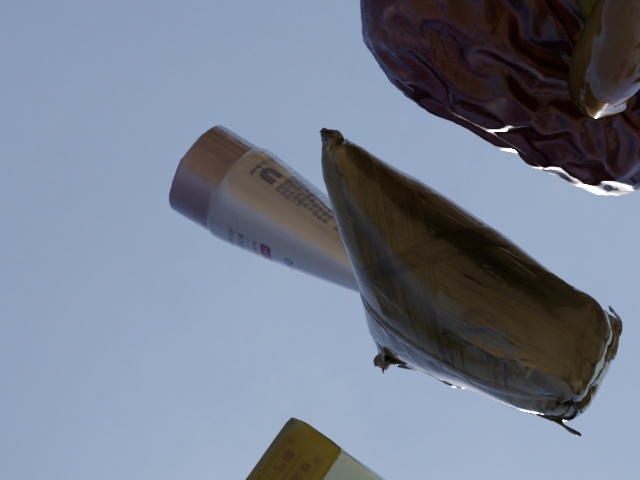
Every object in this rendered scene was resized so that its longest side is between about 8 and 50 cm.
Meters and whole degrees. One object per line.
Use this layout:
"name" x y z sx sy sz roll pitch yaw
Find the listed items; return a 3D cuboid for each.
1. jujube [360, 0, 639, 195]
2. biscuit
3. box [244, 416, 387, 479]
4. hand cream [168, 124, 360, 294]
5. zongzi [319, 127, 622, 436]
"jujube" 0.133 -0.125 1.184 0.230 0.155 0.155 32 -140 -6
"biscuit" 0.170 -0.220 1.047 0.045 0.154 0.299 3 -94 -8
"box" -0.057 0.230 0.984 0.041 0.279 0.153 32 173 29
"hand cream" 0.000 0.000 1.544 0.248 0.083 0.133 31 -172 18
"zongzi" 0.090 0.018 1.225 0.099 0.194 0.197 -49 -44 -26
